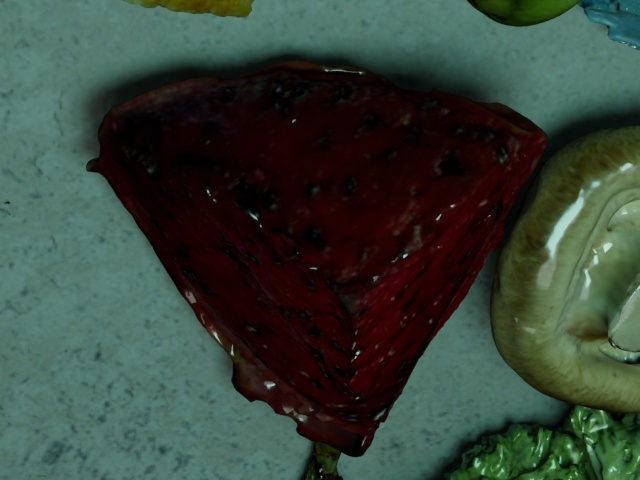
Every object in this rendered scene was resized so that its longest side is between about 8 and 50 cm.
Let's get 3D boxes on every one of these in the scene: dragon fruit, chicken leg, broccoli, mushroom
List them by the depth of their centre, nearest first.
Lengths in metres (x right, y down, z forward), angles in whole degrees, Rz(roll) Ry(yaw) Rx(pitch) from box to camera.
[{"bbox_3d":[0.006,-0.007,1.379,0.228,0.286,0.329,-49,153,-23],"label":"dragon fruit"},{"bbox_3d":[0.267,0.022,1.411,0.278,0.146,0.278,-7,118,-13],"label":"mushroom"},{"bbox_3d":[0.179,0.356,1.464,0.275,0.397,0.353,4,129,-11],"label":"broccoli"},{"bbox_3d":[0.005,0.251,1.561,0.093,0.070,0.178,11,109,12],"label":"chicken leg"}]

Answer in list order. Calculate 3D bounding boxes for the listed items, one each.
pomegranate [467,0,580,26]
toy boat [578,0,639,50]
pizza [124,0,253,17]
[{"bbox_3d":[0.149,-0.221,1.260,0.130,0.130,0.130,-4,123,-7],"label":"pomegranate"},{"bbox_3d":[0.309,-0.184,1.303,0.215,0.088,0.102,20,82,8],"label":"toy boat"},{"bbox_3d":[-0.055,-0.267,1.215,0.365,0.074,0.182,-37,119,13],"label":"pizza"}]
